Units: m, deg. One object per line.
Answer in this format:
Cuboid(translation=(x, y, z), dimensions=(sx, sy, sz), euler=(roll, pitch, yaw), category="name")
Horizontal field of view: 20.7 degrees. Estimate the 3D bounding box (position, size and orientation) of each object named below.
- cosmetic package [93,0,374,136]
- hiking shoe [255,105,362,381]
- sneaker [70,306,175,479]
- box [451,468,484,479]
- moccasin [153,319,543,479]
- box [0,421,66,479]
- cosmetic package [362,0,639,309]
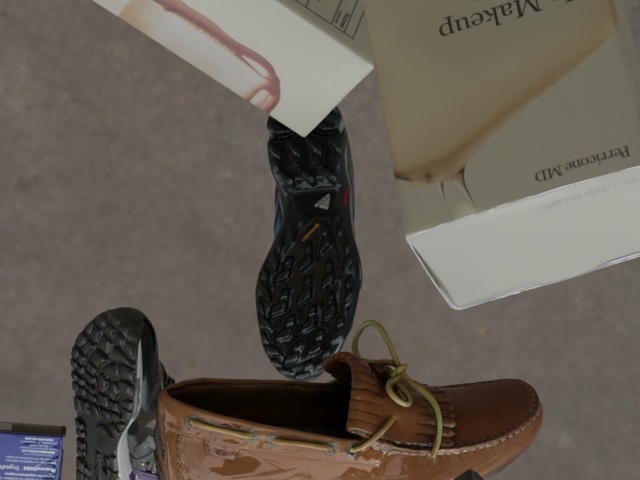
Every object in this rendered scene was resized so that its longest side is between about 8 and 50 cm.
Cuboid(translation=(-0.085, -0.247, 1.560), dimensions=(0.296, 0.153, 0.129), euler=(33, 137, -13), category="cosmetic package")
Cuboid(translation=(0.000, 0.000, 1.883), dimensions=(0.113, 0.304, 0.132), euler=(3, 175, 12), category="hiking shoe")
Cuboid(translation=(-0.183, 0.168, 1.830), dimensions=(0.107, 0.124, 0.283), euler=(40, 138, 33), category="sneaker")
Cuboid(translation=(0.049, 0.271, 1.174), dimensions=(0.207, 0.153, 0.108), euler=(-34, 101, 11), category="box")
Cuboid(translation=(0.030, 0.166, 1.674), dimensions=(0.380, 0.139, 0.147), euler=(-1, 114, -9), category="moccasin")
Cuboid(translation=(-0.314, 0.277, 1.628), dimensions=(0.136, 0.225, 0.036), euler=(5, -168, -9), category="box")
Cuboid(translation=(0.118, -0.130, 1.130), dimensions=(0.160, 0.309, 0.113), euler=(-18, 148, 13), category="cosmetic package")
